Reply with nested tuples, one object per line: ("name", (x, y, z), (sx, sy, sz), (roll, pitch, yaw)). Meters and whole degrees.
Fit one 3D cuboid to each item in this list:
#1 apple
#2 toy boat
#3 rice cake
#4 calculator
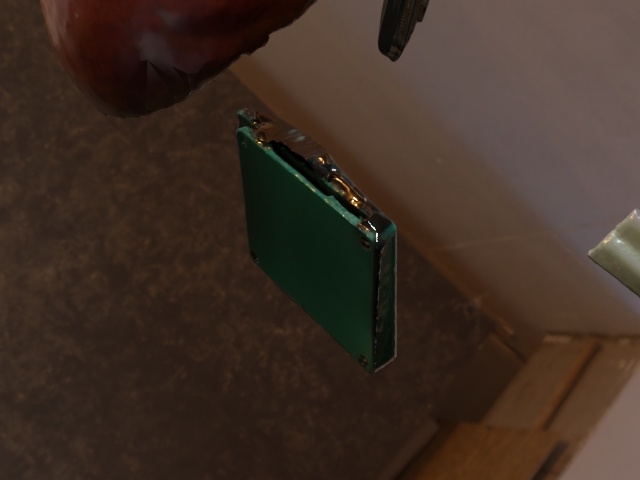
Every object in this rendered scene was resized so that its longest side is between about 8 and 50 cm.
("apple", (-0.091, -0.228, 0.734), (0.346, 0.179, 0.254), (-16, -89, 42))
("toy boat", (0.107, -0.300, 1.372), (0.141, 0.060, 0.055), (102, -27, -43))
("rice cake", (0.392, 0.057, 1.074), (0.222, 0.080, 0.042), (41, 15, 14))
("calculator", (0.000, 0.000, 1.185), (0.274, 0.058, 0.248), (40, -31, 37))
